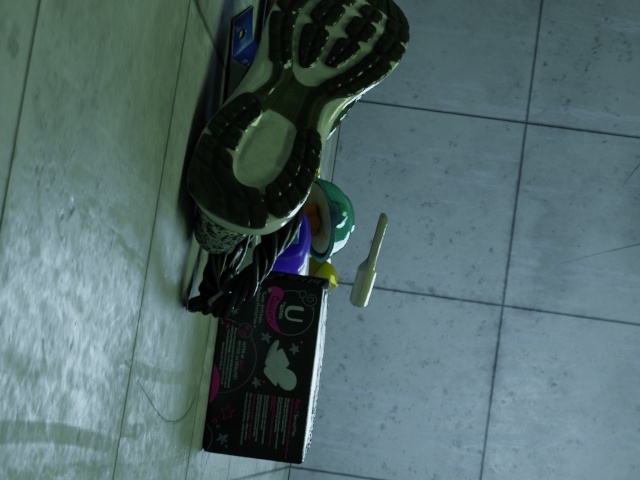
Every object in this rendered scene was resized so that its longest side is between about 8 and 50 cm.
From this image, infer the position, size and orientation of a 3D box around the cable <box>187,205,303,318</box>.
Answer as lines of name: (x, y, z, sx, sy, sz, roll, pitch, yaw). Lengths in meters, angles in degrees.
cable: (-0.079, 0.007, 1.633, 0.184, 0.047, 0.150, -56, -164, -24)

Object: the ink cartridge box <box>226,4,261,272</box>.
ink cartridge box: (-0.084, -0.117, 1.798, 0.165, 0.065, 0.333, -69, 165, -72)

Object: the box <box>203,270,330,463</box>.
box: (-0.068, 0.170, 2.013, 0.163, 0.142, 0.247, -30, 129, -85)

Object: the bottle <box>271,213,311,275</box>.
bottle: (-0.064, 0.064, 2.236, 0.283, 0.092, 0.118, 93, 0, -56)

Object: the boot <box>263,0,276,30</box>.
boot: (-0.023, -0.321, 2.017, 0.262, 0.095, 0.204, -25, 122, -82)

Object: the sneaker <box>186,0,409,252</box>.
sneaker: (-0.044, -0.146, 1.645, 0.410, 0.158, 0.182, -55, -177, -33)

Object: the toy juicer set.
toy juicer set: (0.000, 0.000, 2.252, 0.329, 0.089, 0.209, -137, -136, -56)

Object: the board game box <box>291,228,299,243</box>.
board game box: (-0.059, -0.110, 1.943, 0.136, 0.035, 0.201, -146, -121, -62)
